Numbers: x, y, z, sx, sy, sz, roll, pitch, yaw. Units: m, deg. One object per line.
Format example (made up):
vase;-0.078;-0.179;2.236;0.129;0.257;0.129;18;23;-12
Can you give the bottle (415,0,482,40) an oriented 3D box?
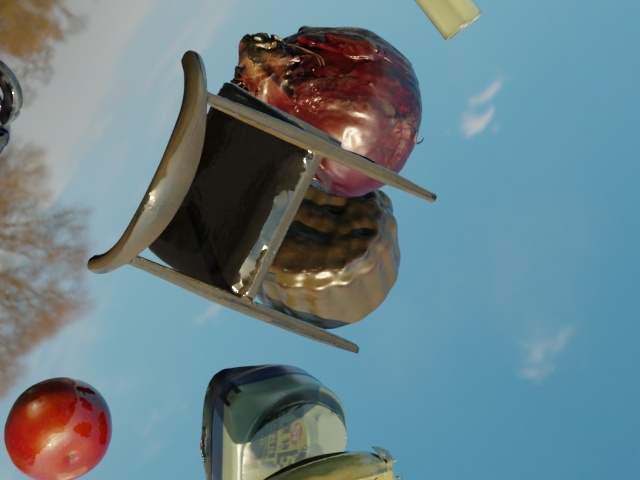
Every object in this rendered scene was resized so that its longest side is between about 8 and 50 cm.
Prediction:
bottle;0.161;-0.408;1.548;0.072;0.201;0.072;-38;180;0

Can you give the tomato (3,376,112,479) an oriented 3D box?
tomato;-0.452;0.333;1.739;0.195;0.195;0.136;-51;-134;10

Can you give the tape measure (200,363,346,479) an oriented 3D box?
tape measure;-0.081;0.371;1.884;0.138;0.262;0.259;-142;-130;-59

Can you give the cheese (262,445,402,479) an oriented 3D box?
cheese;-0.022;0.407;1.549;0.316;0.128;0.259;-20;169;-19

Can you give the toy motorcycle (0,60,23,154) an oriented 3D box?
toy motorcycle;-0.452;-0.214;1.045;0.213;0.358;0.125;-4;-154;24

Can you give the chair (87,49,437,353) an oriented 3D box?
chair;-0.069;-0.036;0.857;0.166;0.272;0.188;34;-81;47

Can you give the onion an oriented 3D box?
onion;0.019;-0.183;1.333;0.221;0.281;0.281;-61;-158;20

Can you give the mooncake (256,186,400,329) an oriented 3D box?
mooncake;0.000;0.000;1.776;0.290;0.161;0.290;-4;-126;5
